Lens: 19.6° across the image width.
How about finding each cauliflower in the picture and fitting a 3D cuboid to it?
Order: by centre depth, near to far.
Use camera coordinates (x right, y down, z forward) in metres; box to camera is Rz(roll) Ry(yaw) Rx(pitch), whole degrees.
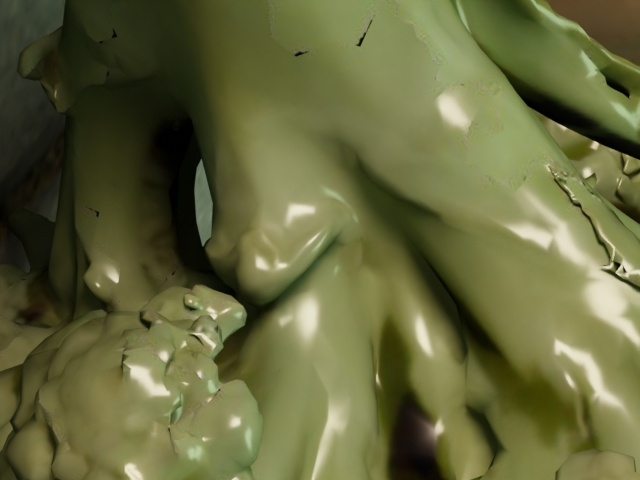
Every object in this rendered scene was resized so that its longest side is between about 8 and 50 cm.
[{"bbox_3d":[0.000,0.023,0.467,0.281,0.327,0.260,47,54,-34],"label":"cauliflower"}]

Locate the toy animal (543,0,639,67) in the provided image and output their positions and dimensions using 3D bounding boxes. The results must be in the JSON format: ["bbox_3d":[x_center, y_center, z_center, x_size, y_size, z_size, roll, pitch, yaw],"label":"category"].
[{"bbox_3d":[0.086,-0.165,0.649,0.326,0.269,0.237,-34,-157,54],"label":"toy animal"}]
